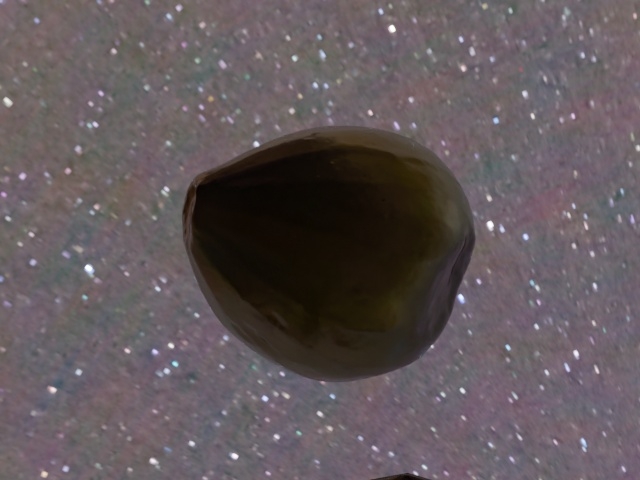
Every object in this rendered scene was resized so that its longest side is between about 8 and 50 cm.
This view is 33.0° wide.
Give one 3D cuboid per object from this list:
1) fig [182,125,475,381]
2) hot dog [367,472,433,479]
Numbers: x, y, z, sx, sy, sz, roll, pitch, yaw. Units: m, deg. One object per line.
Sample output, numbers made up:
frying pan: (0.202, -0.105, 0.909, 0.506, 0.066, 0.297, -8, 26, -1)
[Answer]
fig: (0.000, 0.000, 0.978, 0.239, 0.271, 0.239, -38, -140, 40)
hot dog: (0.005, 0.265, 0.424, 0.194, 0.107, 0.326, -10, -80, 35)
